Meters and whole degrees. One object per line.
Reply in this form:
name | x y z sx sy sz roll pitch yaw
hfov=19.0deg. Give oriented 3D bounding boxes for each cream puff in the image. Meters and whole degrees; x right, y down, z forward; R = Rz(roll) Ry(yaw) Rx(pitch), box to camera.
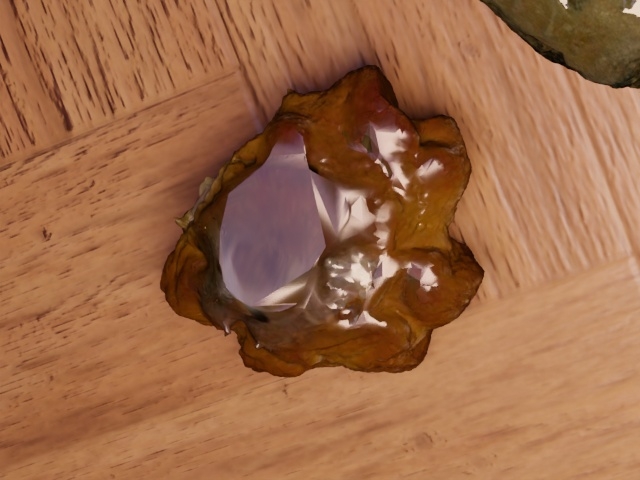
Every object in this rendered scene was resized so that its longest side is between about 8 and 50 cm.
cream puff | 0.000 0.000 1.489 0.269 0.155 0.241 -16 96 18

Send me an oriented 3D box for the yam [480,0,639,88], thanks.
yam | 0.170 -0.249 1.368 0.300 0.195 0.195 41 110 8
